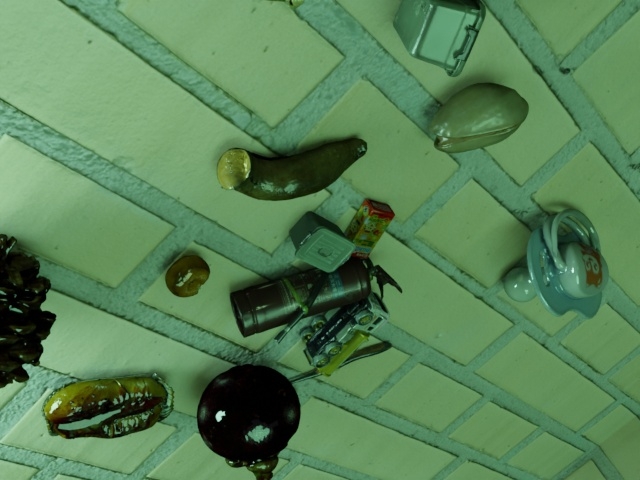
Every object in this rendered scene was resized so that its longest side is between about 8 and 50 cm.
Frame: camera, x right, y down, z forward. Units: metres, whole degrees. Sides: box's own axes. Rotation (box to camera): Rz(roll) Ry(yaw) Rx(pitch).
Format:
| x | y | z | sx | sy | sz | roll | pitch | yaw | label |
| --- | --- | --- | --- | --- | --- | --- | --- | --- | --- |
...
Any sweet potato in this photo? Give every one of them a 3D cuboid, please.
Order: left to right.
| x | y | z | sx | sy | sz | roll | pitch | yaw | label |
| --- | --- | --- | --- | --- | --- | --- | --- | --- | --- |
| -0.043 | -0.127 | 1.369 | 0.286 | 0.085 | 0.112 | -12 | 129 | -20 | sweet potato |

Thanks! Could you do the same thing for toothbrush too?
| x | y | z | sx | sy | sz | roll | pitch | yaw | label |
| --- | --- | --- | --- | --- | --- | --- | --- | --- | --- |
| 0.024 | 0.299 | 1.838 | 0.321 | 0.023 | 0.031 | -16 | 138 | -15 | toothbrush |

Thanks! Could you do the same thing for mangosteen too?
| x | y | z | sx | sy | sz | roll | pitch | yaw | label |
| --- | --- | --- | --- | --- | --- | --- | --- | --- | --- |
| -0.150 | 0.401 | 1.671 | 0.228 | 0.228 | 0.265 | -11 | 95 | -20 | mangosteen |

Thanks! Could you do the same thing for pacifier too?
| x | y | z | sx | sy | sz | roll | pitch | yaw | label |
| --- | --- | --- | --- | --- | --- | --- | --- | --- | --- |
| 0.533 | 0.074 | 1.820 | 0.300 | 0.244 | 0.233 | 11 | 154 | -42 | pacifier |

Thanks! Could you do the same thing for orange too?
| x | y | z | sx | sy | sz | roll | pitch | yaw | label |
| --- | --- | --- | --- | --- | --- | --- | --- | --- | --- |
| -0.253 | 0.064 | 1.446 | 0.086 | 0.062 | 0.086 | -30 | 146 | -23 | orange |

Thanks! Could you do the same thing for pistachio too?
| x | y | z | sx | sy | sz | roll | pitch | yaw | label |
| --- | --- | --- | --- | --- | --- | --- | --- | --- | --- |
| 0.291 | -0.225 | 1.435 | 0.185 | 0.124 | 0.124 | -28 | 137 | 1 | pistachio |

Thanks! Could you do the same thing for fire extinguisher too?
| x | y | z | sx | sy | sz | roll | pitch | yaw | label |
| --- | --- | --- | --- | --- | --- | --- | --- | --- | --- |
| -0.004 | 0.114 | 1.580 | 0.341 | 0.141 | 0.105 | -16 | 162 | -15 | fire extinguisher |

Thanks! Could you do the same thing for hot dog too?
| x | y | z | sx | sy | sz | roll | pitch | yaw | label |
| --- | --- | --- | --- | --- | --- | --- | --- | --- | --- |
| -0.435 | 0.347 | 1.590 | 0.271 | 0.081 | 0.162 | -2 | 131 | -28 | hot dog |

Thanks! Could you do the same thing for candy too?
| x | y | z | sx | sy | sz | roll | pitch | yaw | label |
| --- | --- | --- | --- | --- | --- | --- | --- | --- | --- |
| 0.094 | -0.023 | 1.571 | 0.062 | 0.038 | 0.122 | 11 | 123 | -35 | candy |

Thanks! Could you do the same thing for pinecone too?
| x | y | z | sx | sy | sz | roll | pitch | yaw | label |
| --- | --- | --- | --- | --- | --- | --- | --- | --- | --- |
| -0.537 | 0.124 | 1.228 | 0.257 | 0.243 | 0.243 | -40 | 136 | 3 | pinecone |

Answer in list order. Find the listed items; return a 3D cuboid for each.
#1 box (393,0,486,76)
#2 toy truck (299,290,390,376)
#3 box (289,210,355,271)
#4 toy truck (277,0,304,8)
| x | y | z | sx | sy | sz | roll | pitch | yaw | label |
| --- | --- | --- | --- | --- | --- | --- | --- | --- | --- |
| 0.182 | -0.352 | 1.237 | 0.093 | 0.172 | 0.124 | 10 | 123 | -17 | box |
| 0.052 | 0.200 | 1.711 | 0.114 | 0.098 | 0.227 | 22 | 119 | -44 | toy truck |
| 0.000 | 0.000 | 1.520 | 0.084 | 0.069 | 0.122 | -46 | 134 | 17 | box |
| 0.009 | -0.442 | 1.044 | 0.405 | 0.180 | 0.254 | -2 | 128 | -26 | toy truck |
